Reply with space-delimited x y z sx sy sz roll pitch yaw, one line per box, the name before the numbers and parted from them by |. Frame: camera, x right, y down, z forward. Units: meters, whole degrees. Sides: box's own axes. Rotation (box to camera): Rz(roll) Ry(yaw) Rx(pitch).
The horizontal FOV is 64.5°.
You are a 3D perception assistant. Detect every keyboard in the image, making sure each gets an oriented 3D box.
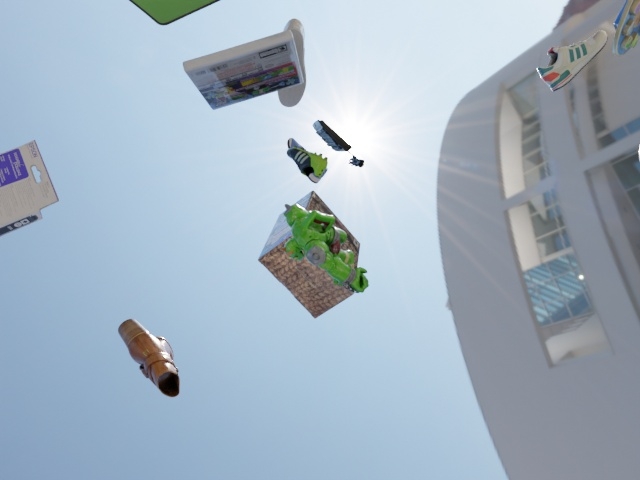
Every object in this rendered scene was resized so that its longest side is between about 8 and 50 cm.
keyboard | 0.054 -0.278 1.498 0.202 0.033 0.317 39 -174 -9

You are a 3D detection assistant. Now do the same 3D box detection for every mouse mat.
mouse mat | -0.288 -0.467 0.928 0.190 0.007 0.153 41 -119 17

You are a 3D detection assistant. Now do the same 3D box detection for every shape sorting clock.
shape sorting clock | 0.540 -0.404 0.826 0.040 0.206 0.206 32 -142 25

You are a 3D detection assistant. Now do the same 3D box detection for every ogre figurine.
ogre figurine | 0.000 0.000 0.855 0.118 0.097 0.197 29 -139 -43

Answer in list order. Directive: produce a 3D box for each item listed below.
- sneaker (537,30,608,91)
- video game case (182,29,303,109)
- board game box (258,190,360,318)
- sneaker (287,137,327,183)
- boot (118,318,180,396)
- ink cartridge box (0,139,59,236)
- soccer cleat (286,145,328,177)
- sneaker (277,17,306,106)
sneaker | 0.527 -0.394 1.066 0.075 0.161 0.057 43 -177 -2
video game case | -0.140 -0.322 0.975 0.183 0.202 0.023 63 -170 -82
board game box | -0.019 0.030 1.434 0.232 0.141 0.291 48 -157 -16
sneaker | -0.053 -0.334 2.043 0.211 0.081 0.080 51 -158 -3
boot | -0.317 0.251 1.004 0.073 0.197 0.152 -42 -122 -14
ink cartridge box | -0.751 -0.120 1.219 0.208 0.045 0.206 -26 -112 -12
soccer cleat | -0.050 -0.230 1.490 0.060 0.179 0.072 24 -89 -43
sneaker | -0.098 -0.652 1.856 0.108 0.292 0.169 6 -140 -4
